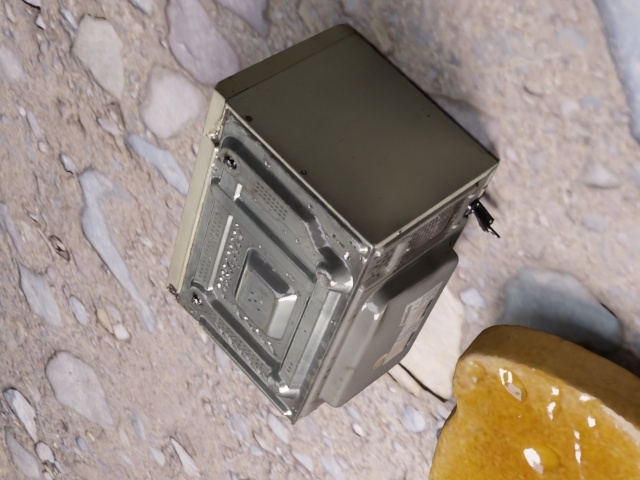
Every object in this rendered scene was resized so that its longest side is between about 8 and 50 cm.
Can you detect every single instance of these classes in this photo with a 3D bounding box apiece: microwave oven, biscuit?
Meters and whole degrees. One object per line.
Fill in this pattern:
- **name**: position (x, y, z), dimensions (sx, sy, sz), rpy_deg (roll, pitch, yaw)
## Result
- **microwave oven**: position (0.000, 0.000, 0.910), dimensions (0.194, 0.145, 0.240), rpy_deg (48, 145, 20)
- **biscuit**: position (0.203, 0.225, 0.907), dimensions (0.287, 0.057, 0.344), rpy_deg (31, 138, 32)
